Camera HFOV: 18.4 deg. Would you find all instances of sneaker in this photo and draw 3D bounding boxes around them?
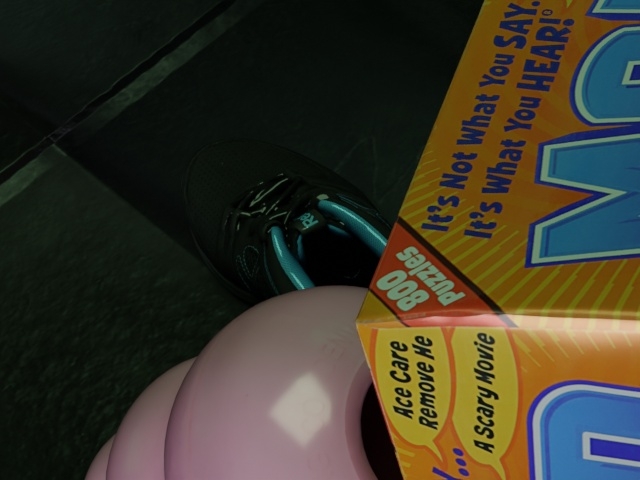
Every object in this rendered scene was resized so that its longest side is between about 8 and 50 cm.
[{"bbox_3d":[0.000,0.000,1.406,0.125,0.139,0.341,-39,46,-11],"label":"sneaker"}]

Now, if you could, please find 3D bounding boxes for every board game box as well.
[{"bbox_3d":[0.269,0.058,1.050,0.356,0.356,0.356,0,39,22],"label":"board game box"}]

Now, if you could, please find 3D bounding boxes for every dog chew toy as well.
[{"bbox_3d":[-0.035,0.150,1.215,0.332,0.206,0.206,-26,32,52],"label":"dog chew toy"}]
